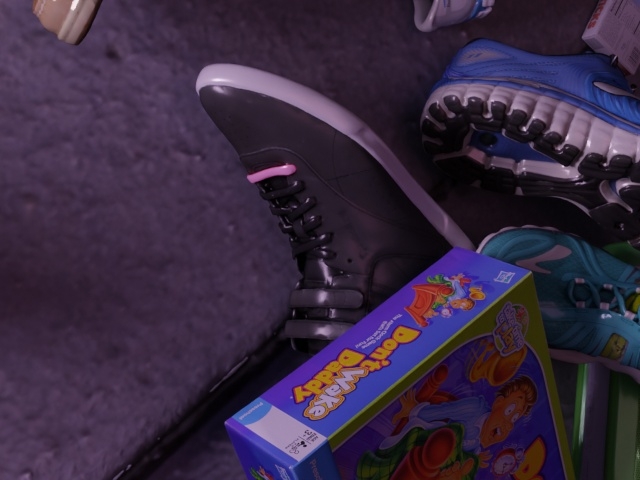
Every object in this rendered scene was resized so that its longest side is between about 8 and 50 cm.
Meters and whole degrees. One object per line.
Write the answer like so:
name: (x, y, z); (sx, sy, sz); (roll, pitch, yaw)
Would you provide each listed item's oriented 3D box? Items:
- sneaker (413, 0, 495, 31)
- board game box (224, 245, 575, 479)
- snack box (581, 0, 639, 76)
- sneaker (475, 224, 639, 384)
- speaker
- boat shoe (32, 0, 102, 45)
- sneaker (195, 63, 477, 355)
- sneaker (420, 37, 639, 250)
sneaker: (0.079, -0.264, 0.868); (0.083, 0.071, 0.191); (-29, 103, -22)
board game box: (0.089, 0.213, 0.797); (0.233, 0.078, 0.347); (-35, 124, -27)
snack box: (0.320, -0.253, 1.034); (0.064, 0.022, 0.178); (36, 72, -24)
sneaker: (0.251, 0.058, 0.831); (0.275, 0.110, 0.107); (21, 80, -6)
speaker: (0.300, 0.155, 0.947); (0.131, 0.131, 0.296); (11, 80, -30)
boat shoe: (-0.175, -0.272, 0.706); (0.089, 0.104, 0.285); (9, 74, -26)
sneaker: (0.000, 0.000, 0.791); (0.296, 0.104, 0.147); (41, 65, -28)
sneaker: (0.256, -0.094, 0.889); (0.330, 0.130, 0.147); (22, 53, -3)
